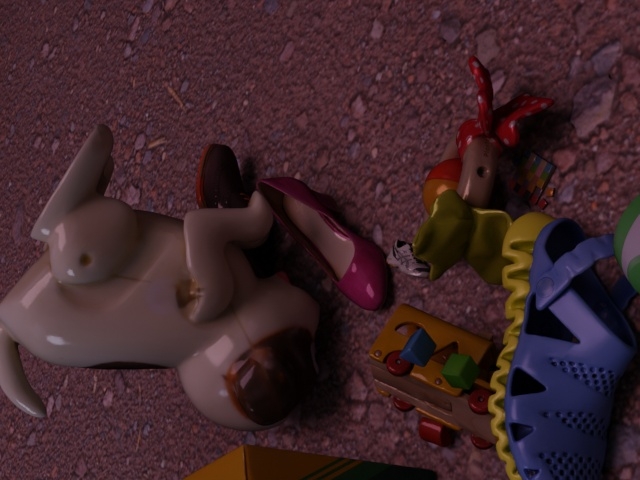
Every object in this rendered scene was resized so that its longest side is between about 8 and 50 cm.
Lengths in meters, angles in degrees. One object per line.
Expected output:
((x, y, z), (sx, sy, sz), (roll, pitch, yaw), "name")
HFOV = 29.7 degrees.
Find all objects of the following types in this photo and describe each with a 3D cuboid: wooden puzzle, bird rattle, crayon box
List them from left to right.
((-0.049, 0.309, 1.360), (0.203, 0.323, 0.083), (-35, 52, 42), "crayon box")
((0.160, -0.070, 1.377), (0.207, 0.143, 0.253), (142, 134, -70), "bird rattle")
((0.240, -0.072, 1.371), (0.083, 0.006, 0.049), (44, 114, 51), "wooden puzzle")

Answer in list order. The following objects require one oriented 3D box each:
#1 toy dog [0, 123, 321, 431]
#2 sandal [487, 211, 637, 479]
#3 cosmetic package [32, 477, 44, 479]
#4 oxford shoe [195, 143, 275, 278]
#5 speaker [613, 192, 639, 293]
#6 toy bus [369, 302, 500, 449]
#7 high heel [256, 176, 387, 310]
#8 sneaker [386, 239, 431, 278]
((-0.186, 0.092, 1.570), (0.395, 0.408, 0.284), (-63, 5, -18), "toy dog")
((0.252, 0.114, 1.199), (0.138, 0.126, 0.317), (-14, 69, 47), "sandal")
((-0.205, 0.446, 1.242), (0.377, 0.097, 0.284), (16, 105, 34), "cosmetic package")
((-0.114, -0.032, 1.784), (0.098, 0.097, 0.271), (-25, 64, 27), "oxford shoe")
((0.381, 0.060, 1.030), (0.131, 0.131, 0.296), (-62, 38, 19), "speaker")
((0.154, 0.147, 1.324), (0.104, 0.202, 0.191), (-55, 20, -25), "toy bus")
((0.000, 0.000, 1.577), (0.082, 0.117, 0.244), (-54, 41, 27), "high heel")
((0.111, 0.022, 1.492), (0.083, 0.032, 0.037), (29, 102, 53), "sneaker")
